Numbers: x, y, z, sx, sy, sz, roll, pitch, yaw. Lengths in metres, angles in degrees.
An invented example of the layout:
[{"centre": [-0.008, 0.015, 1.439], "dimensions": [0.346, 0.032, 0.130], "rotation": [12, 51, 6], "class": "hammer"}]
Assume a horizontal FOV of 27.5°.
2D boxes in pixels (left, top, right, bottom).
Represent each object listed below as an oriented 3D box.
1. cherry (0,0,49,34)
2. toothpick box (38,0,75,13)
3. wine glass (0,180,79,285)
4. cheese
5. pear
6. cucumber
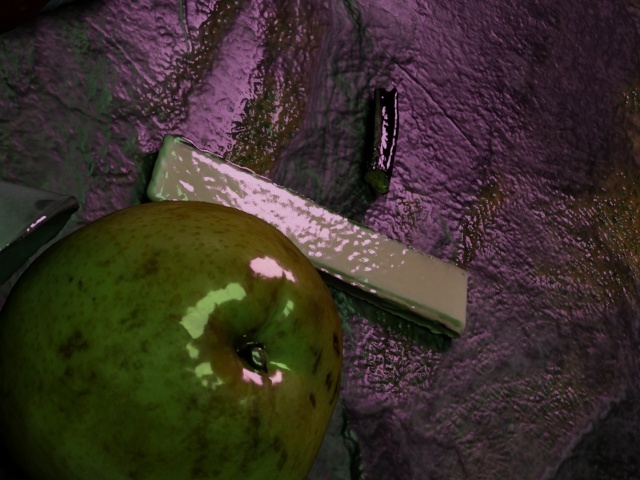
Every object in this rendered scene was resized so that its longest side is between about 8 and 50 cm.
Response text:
[{"centre": [-0.305, -0.287, 1.099], "dimensions": [0.203, 0.230, 0.300], "rotation": [28, 54, -39], "class": "cherry"}, {"centre": [-0.248, -0.282, 1.287], "dimensions": [0.153, 0.101, 0.101], "rotation": [-25, 85, -41], "class": "toothpick box"}, {"centre": [-0.415, -0.078, 0.988], "dimensions": [0.406, 0.267, 0.267], "rotation": [46, 50, -2], "class": "wine glass"}, {"centre": [-0.002, 0.002, 1.382], "dimensions": [0.400, 0.034, 0.085], "rotation": [24, 62, -25], "class": "cheese"}, {"centre": [-0.122, 0.101, 1.083], "dimensions": [0.303, 0.304, 0.304], "rotation": [15, 61, -30], "class": "pear"}, {"centre": [0.072, -0.114, 1.487], "dimensions": [0.034, 0.033, 0.135], "rotation": [59, 35, -53], "class": "cucumber"}]
